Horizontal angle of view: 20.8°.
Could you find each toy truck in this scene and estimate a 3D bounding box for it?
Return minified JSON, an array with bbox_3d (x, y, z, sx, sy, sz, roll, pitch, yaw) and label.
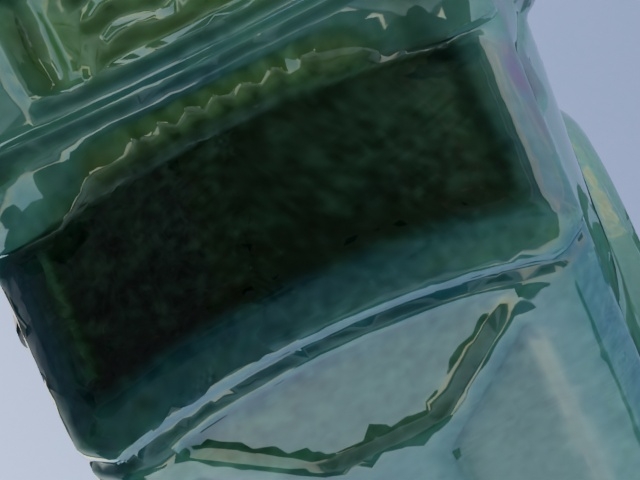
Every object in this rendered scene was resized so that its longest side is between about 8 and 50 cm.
[{"bbox_3d":[0.000,0.000,0.413,0.155,0.279,0.156,-25,-140,4],"label":"toy truck"}]
